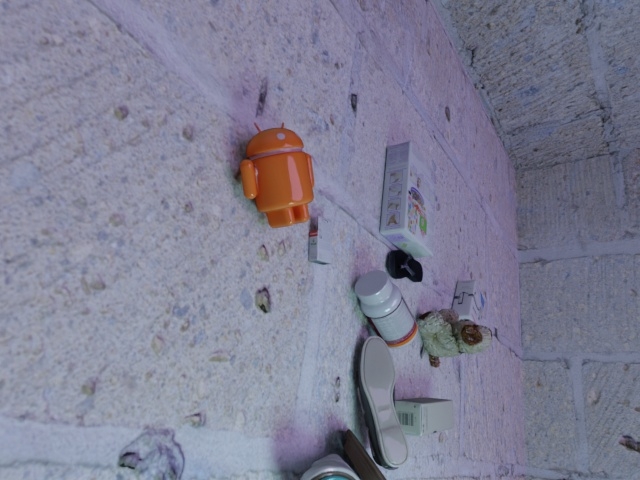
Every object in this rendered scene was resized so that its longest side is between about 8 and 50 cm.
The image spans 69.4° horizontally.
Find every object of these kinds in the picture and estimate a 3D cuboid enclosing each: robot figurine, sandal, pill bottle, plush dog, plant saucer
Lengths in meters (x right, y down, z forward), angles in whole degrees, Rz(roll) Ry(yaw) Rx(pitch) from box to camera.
[{"bbox_3d":[-0.087,-0.139,0.972,0.128,0.157,0.220,-147,-134,-83],"label":"robot figurine"},{"bbox_3d":[0.299,0.085,1.561,0.254,0.054,0.097,15,71,-54],"label":"sandal"},{"bbox_3d":[0.186,0.196,1.313,0.221,0.121,0.121,58,41,-30],"label":"pill bottle"},{"bbox_3d":[0.490,0.347,1.637,0.262,0.225,0.211,9,76,-55],"label":"plush dog"},{"bbox_3d":[0.139,0.576,1.091,0.041,0.278,0.278,-36,121,-9],"label":"plant saucer"}]

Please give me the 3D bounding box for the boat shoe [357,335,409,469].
[{"bbox_3d":[0.149,0.431,1.237,0.112,0.095,0.336,3,62,-24],"label":"boat shoe"}]

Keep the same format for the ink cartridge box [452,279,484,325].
[{"bbox_3d":[0.636,0.294,1.989,0.148,0.085,0.203,59,40,-31],"label":"ink cartridge box"}]

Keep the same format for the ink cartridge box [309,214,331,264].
[{"bbox_3d":[0.000,0.000,1.161,0.062,0.029,0.115,17,68,-53],"label":"ink cartridge box"}]

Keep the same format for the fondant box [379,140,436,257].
[{"bbox_3d":[0.308,-0.135,1.585,0.238,0.096,0.331,34,55,-48],"label":"fondant box"}]

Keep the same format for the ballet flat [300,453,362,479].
[{"bbox_3d":[0.045,0.567,1.043,0.400,0.139,0.139,57,41,-38],"label":"ballet flat"}]

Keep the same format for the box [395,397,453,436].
[{"bbox_3d":[0.322,0.550,1.453,0.275,0.113,0.094,22,66,-51],"label":"box"}]
